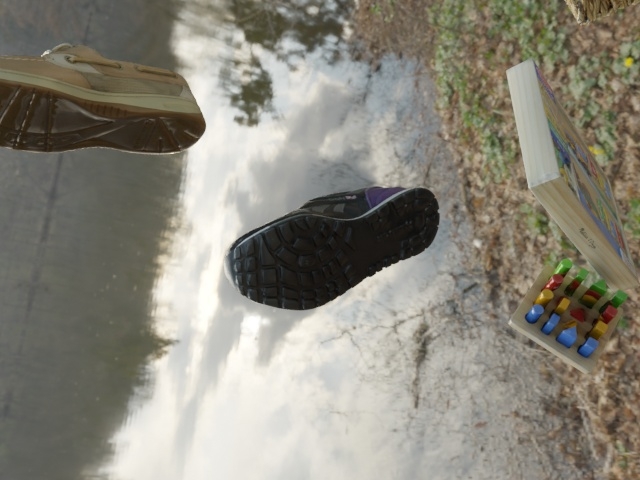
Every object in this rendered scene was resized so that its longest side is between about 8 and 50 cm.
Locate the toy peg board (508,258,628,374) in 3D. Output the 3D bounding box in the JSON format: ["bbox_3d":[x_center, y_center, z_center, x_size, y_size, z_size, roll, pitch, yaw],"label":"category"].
[{"bbox_3d":[0.455,0.123,1.120,0.160,0.161,0.079,-46,-20,-30],"label":"toy peg board"}]

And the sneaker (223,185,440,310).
[{"bbox_3d":[0.000,0.000,0.735,0.124,0.283,0.107,18,118,51],"label":"sneaker"}]

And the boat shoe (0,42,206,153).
[{"bbox_3d":[-0.315,-0.186,0.796,0.122,0.341,0.110,-39,63,39],"label":"boat shoe"}]

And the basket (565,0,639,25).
[{"bbox_3d":[0.533,-0.613,1.181,0.214,0.299,0.223,-21,36,22],"label":"basket"}]

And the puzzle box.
[{"bbox_3d":[0.466,-0.107,1.134,0.052,0.409,0.272,-23,49,32],"label":"puzzle box"}]
